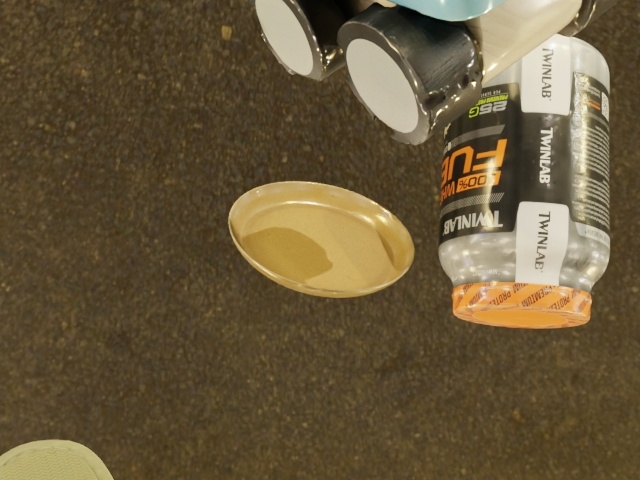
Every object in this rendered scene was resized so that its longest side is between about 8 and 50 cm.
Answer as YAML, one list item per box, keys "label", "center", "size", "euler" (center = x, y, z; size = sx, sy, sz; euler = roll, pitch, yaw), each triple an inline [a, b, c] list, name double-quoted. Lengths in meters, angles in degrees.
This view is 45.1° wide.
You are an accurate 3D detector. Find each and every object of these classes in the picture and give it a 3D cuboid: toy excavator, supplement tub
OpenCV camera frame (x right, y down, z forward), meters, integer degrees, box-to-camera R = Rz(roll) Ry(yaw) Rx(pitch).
- label: "toy excavator"
  center: [0.086, -0.289, 0.477]
  size: [0.222, 0.433, 0.445]
  euler: [-36, 134, -16]
- label: "supplement tub"
  center: [0.239, -0.064, 0.910]
  size: [0.193, 0.316, 0.193]
  euler: [5, 165, 1]

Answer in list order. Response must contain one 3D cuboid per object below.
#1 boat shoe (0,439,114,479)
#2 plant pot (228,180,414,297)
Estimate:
- label: "boat shoe"
  center: [-0.155, 0.253, 0.433]
  size: [0.113, 0.302, 0.103]
  euler: [-1, 125, -21]
- label: "plant pot"
  center: [0.000, 0.000, 0.972]
  size: [0.236, 0.236, 0.032]
  euler: [8, 123, -8]
